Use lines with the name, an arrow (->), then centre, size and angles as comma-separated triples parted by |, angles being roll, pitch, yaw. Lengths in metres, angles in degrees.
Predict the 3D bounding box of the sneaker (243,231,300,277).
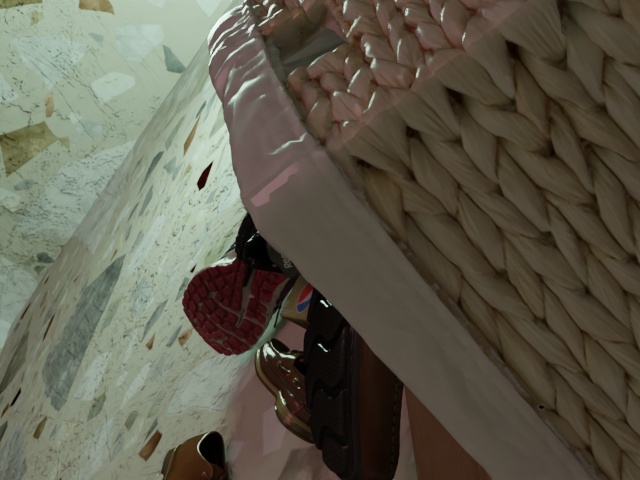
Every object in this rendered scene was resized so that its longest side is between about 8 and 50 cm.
sneaker -> 0.000, 0.000, 1.271 | 0.106, 0.078, 0.234 | -20, 4, -38

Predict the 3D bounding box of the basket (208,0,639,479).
basket -> 0.139, -0.044, 0.652 | 0.266, 0.331, 0.328 | -40, 22, 9

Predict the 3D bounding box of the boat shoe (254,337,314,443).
boat shoe -> -0.023, 0.151, 1.286 | 0.060, 0.064, 0.178 | -52, 26, 8

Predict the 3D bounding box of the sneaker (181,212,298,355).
sneaker -> -0.070, 0.039, 1.523 | 0.299, 0.121, 0.112 | -48, -7, 36

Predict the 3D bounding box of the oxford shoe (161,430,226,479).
oxford shoe -> -0.147, 0.298, 1.378 | 0.076, 0.076, 0.212 | -38, 27, 22

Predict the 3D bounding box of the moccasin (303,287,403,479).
moccasin -> 0.073, 0.028, 1.038 | 0.139, 0.147, 0.380 | 129, 153, -58

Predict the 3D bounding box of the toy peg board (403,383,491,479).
toy peg board -> 0.153, 0.128, 0.861 | 0.160, 0.079, 0.161 | -36, 27, 19

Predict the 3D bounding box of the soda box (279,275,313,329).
soda box -> 0.020, 0.072, 1.288 | 0.061, 0.058, 0.181 | -64, 18, -10
